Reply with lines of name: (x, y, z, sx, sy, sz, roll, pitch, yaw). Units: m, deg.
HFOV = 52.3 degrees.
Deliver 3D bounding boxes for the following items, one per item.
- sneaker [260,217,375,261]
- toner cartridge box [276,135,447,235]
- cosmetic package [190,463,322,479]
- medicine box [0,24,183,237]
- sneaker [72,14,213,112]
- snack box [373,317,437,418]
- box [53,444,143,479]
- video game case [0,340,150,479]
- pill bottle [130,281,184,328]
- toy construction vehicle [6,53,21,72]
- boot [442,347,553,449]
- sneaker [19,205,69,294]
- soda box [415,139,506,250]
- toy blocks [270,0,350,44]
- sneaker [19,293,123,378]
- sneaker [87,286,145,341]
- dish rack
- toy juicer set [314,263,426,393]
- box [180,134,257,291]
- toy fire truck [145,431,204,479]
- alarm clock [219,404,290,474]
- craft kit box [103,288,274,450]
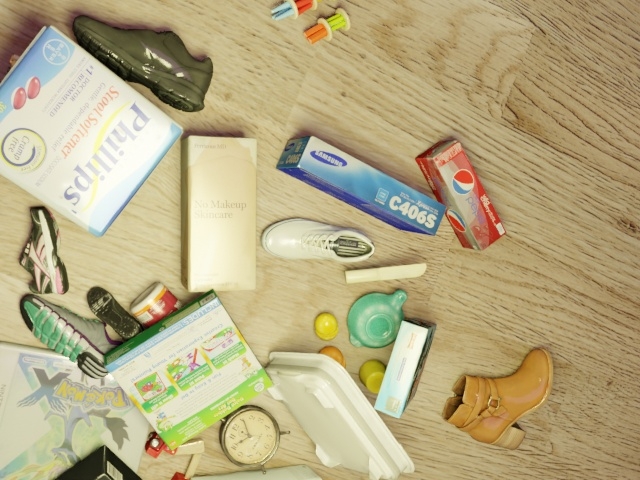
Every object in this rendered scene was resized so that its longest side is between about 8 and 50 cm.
sneaker: (0.000, 0.000, 1.444, 0.258, 0.091, 0.094, 0, 95, -20)
toner cartridge box: (0.088, -0.116, 1.427, 0.348, 0.165, 0.075, 25, 85, -21)
cosmetic package: (-0.157, 0.703, 1.432, 0.285, 0.097, 0.377, 4, 94, -28)
medicine box: (-0.454, -0.199, 1.212, 0.289, 0.149, 0.263, 37, 88, -22)
sneaker: (-0.345, -0.369, 1.292, 0.286, 0.109, 0.130, 27, 76, -27)
snack box: (0.195, 0.269, 1.434, 0.060, 0.322, 0.187, 18, 89, 14)
box: (-0.424, 0.566, 1.305, 0.184, 0.103, 0.261, -36, 115, -4)
video game case: (-0.518, 0.380, 1.324, 0.329, 0.036, 0.299, 15, 90, -21)
pill bottle: (-0.313, 0.167, 1.351, 0.086, 0.086, 0.152, -43, 108, -11)
toy construction vehicle: (-0.605, -0.314, 1.227, 0.086, 0.035, 0.098, 26, 86, -20)
boot: (0.446, 0.372, 1.646, 0.220, 0.109, 0.283, 26, 93, -16)
sneaker: (-0.548, 0.024, 1.264, 0.077, 0.072, 0.178, -9, 93, -8)
soda box: (0.334, -0.107, 1.553, 0.083, 0.092, 0.263, -34, 106, -13)
toy blocks: (-0.024, -0.481, 1.409, 0.148, 0.054, 0.123, -31, 104, -15)
sneaker: (-0.493, 0.178, 1.308, 0.224, 0.098, 0.083, 43, 124, -3)
sneaker: (-0.405, 0.169, 1.330, 0.170, 0.089, 0.051, 39, 74, 19)
dish rack: (0.020, 0.382, 1.383, 0.072, 0.286, 0.332, -43, 107, -30)
toy juicer set: (0.095, 0.178, 1.505, 0.209, 0.089, 0.328, 15, 98, -8)
box: (-0.212, -0.057, 1.346, 0.148, 0.121, 0.310, -2, 96, -19)
toy fire truck: (-0.300, 0.441, 1.402, 0.135, 0.047, 0.192, 38, 81, -19)
alarm clock: (-0.173, 0.419, 1.435, 0.192, 0.064, 0.129, 36, 76, -14)
craft kit box: (-0.258, 0.261, 1.308, 0.250, 0.061, 0.246, -31, 114, -9)
